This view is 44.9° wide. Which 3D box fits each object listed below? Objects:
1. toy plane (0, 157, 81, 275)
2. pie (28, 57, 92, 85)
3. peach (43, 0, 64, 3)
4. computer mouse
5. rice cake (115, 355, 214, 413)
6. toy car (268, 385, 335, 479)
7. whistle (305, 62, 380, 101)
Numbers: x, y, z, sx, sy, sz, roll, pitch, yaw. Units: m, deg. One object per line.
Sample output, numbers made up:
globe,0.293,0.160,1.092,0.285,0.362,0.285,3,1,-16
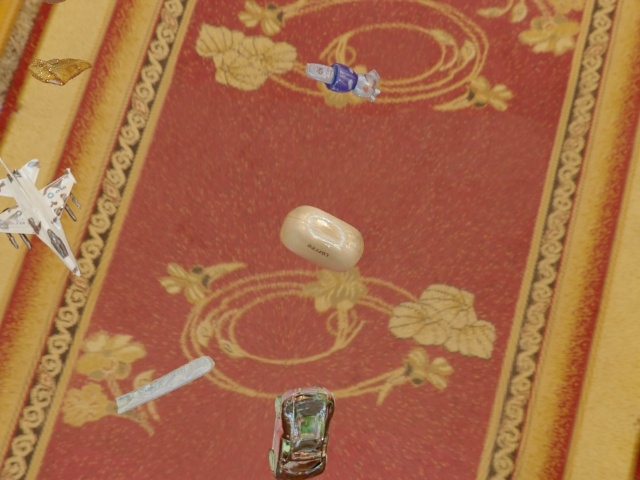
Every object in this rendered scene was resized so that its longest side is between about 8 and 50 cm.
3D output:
toy plane,-0.447,-0.034,1.248,0.160,0.082,0.234,-34,87,-12
pie,-0.481,-0.311,1.416,0.092,0.170,0.034,14,113,1
peach,-0.497,-0.480,1.436,0.083,0.083,0.083,0,81,-2
computer mouse,0.000,0.000,1.338,0.145,0.236,0.082,27,85,-5
rice cake,-0.265,0.244,1.316,0.180,0.042,0.030,-26,79,2
toy car,-0.020,0.231,0.903,0.069,0.055,0.142,-1,119,-16
whistle,0.024,-0.162,0.772,0.083,0.029,0.033,10,79,-27
